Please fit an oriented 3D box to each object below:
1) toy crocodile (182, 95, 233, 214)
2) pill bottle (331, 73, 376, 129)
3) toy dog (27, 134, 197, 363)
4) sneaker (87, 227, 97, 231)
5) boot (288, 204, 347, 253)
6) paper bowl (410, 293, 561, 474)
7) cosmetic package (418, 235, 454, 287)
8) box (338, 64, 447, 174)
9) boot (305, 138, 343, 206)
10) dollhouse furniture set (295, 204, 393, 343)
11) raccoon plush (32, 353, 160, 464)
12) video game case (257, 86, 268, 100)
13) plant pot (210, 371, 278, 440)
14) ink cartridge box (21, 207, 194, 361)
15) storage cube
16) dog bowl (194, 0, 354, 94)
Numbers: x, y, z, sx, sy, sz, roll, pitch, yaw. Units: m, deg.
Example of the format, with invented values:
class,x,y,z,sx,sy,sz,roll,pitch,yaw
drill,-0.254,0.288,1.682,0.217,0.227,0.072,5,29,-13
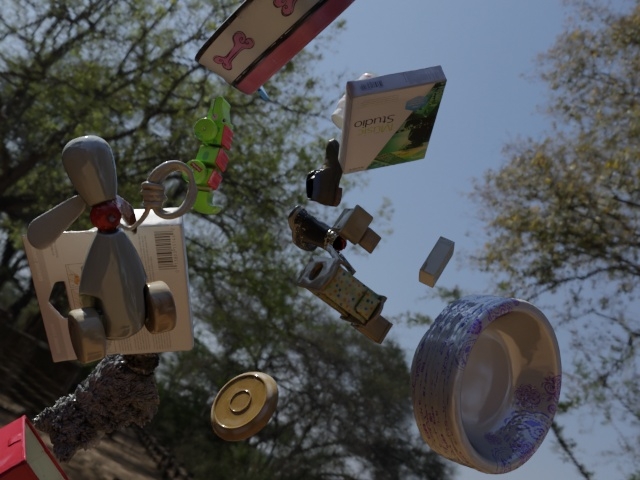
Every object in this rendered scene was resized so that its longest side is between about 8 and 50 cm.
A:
class,x,y,z,sx,sy,sz,roll,pitch,yaw
toy crocodile,-0.302,-0.238,1.977,0.105,0.340,0.115,9,-14,15
pill bottle,0.103,-0.379,1.946,0.087,0.160,0.087,36,-17,13
toy dog,-0.334,0.018,1.091,0.220,0.333,0.161,10,-3,-36
sneaker,-0.502,-0.010,1.717,0.290,0.123,0.106,-19,-51,15
boot,-0.001,0.001,2.187,0.179,0.085,0.236,32,-18,25
paper bowl,0.263,0.231,1.179,0.284,0.284,0.148,40,-20,-33
cosmetic package,0.285,0.052,1.725,0.041,0.115,0.060,25,-31,21
box,0.170,-0.292,1.756,0.232,0.058,0.322,-12,-26,-8
boot,0.011,-0.218,2.228,0.106,0.219,0.082,2,-5,-34
dollhouse furniture set,0.087,0.059,1.142,0.182,0.161,0.101,38,-13,-22
raccoon plush,-0.625,0.402,1.931,0.216,0.299,0.446,38,-45,31
video game case,-0.197,-0.454,1.851,0.166,0.015,0.119,47,14,-56
plant pot,-0.239,0.496,2.147,0.236,0.236,0.032,11,-33,40
ink cartridge box,-0.371,0.084,1.276,0.261,0.066,0.296,-3,-54,-9
storage cube,-0.553,0.455,1.213,0.215,0.193,0.183,27,-36,65
dog bowl,-0.087,-0.494,1.597,0.150,0.408,0.408,47,-23,-13
